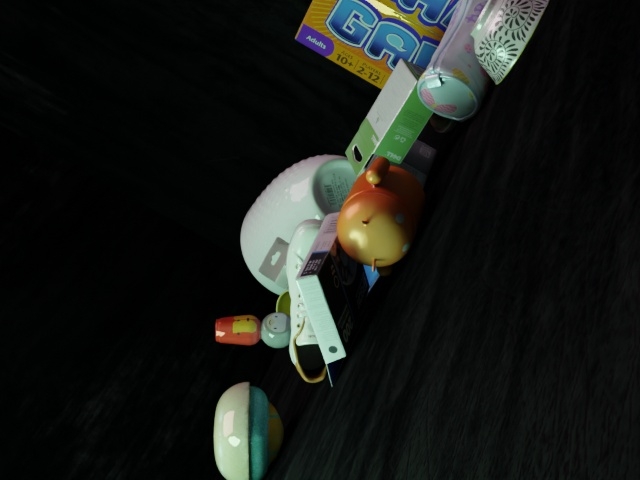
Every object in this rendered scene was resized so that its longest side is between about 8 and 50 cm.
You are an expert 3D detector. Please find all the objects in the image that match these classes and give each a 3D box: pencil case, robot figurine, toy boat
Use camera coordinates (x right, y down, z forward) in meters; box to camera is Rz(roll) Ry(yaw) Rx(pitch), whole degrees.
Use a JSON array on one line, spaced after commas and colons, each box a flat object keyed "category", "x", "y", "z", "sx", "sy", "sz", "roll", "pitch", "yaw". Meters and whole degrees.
[{"category": "pencil case", "x": 0.259, "y": -0.338, "z": 1.790, "sx": 0.273, "sy": 0.113, "sz": 0.124, "roll": -66, "pitch": -34, "yaw": -26}, {"category": "robot figurine", "x": 0.098, "y": -0.038, "z": 1.667, "sx": 0.158, "sy": 0.128, "sz": 0.219, "roll": -54, "pitch": 4, "yaw": 31}, {"category": "toy boat", "x": -0.120, "y": 0.292, "z": 1.930, "sx": 0.267, "sy": 0.148, "sz": 0.318, "roll": 129, "pitch": 141, "yaw": -86}]

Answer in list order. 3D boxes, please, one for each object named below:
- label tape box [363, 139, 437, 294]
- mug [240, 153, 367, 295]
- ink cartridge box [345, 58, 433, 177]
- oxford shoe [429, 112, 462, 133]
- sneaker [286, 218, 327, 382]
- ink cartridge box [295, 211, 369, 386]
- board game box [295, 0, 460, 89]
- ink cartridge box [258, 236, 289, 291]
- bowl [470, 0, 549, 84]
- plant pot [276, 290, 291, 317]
[{"category": "label tape box", "x": 0.084, "y": -0.016, "z": 1.955, "sx": 0.249, "sy": 0.115, "sz": 0.347, "roll": -60, "pitch": 0, "yaw": 42}, {"category": "mug", "x": 0.000, "y": 0.000, "z": 2.327, "sx": 0.328, "sy": 0.276, "sz": 0.374, "roll": 136, "pitch": 134, "yaw": -61}, {"category": "ink cartridge box", "x": 0.131, "y": -0.211, "z": 1.886, "sx": 0.209, "sy": 0.062, "sz": 0.109, "roll": -58, "pitch": 27, "yaw": 22}, {"category": "oxford shoe", "x": 0.229, "y": -0.261, "z": 1.960, "sx": 0.083, "sy": 0.096, "sz": 0.227, "roll": -63, "pitch": 0, "yaw": -8}, {"category": "sneaker", "x": -0.002, "y": 0.111, "z": 1.820, "sx": 0.123, "sy": 0.106, "sz": 0.290, "roll": -113, "pitch": 21, "yaw": -70}, {"category": "ink cartridge box", "x": 0.031, "y": 0.092, "z": 1.683, "sx": 0.206, "sy": 0.045, "sz": 0.208, "roll": -65, "pitch": -37, "yaw": -56}, {"category": "board game box", "x": 0.221, "y": -0.528, "z": 2.088, "sx": 0.356, "sy": 0.356, "sz": 0.356, "roll": -58, "pitch": 4, "yaw": 45}, {"category": "ink cartridge box", "x": -0.012, "y": 0.059, "z": 2.090, "sx": 0.067, "sy": 0.198, "sz": 0.115, "roll": -60, "pitch": 2, "yaw": 48}, {"category": "bowl", "x": 0.291, "y": -0.342, "z": 1.664, "sx": 0.170, "sy": 0.080, "sz": 0.170, "roll": -60, "pitch": 2, "yaw": 4}, {"category": "plant pot", "x": -0.011, "y": 0.147, "z": 2.165, "sx": 0.095, "sy": 0.134, "sz": 0.134, "roll": -26, "pitch": -25, "yaw": -45}]
